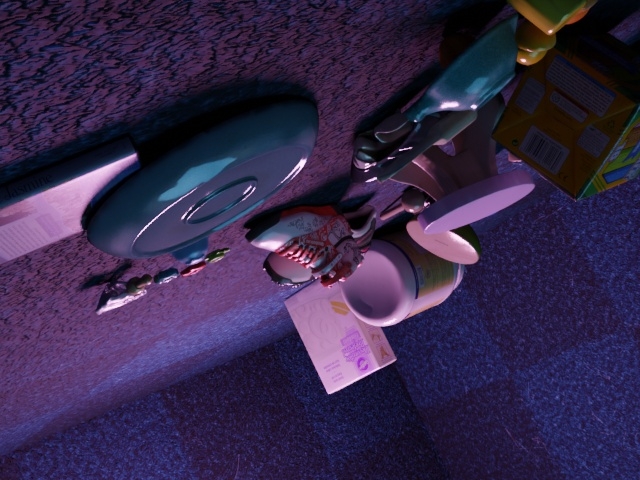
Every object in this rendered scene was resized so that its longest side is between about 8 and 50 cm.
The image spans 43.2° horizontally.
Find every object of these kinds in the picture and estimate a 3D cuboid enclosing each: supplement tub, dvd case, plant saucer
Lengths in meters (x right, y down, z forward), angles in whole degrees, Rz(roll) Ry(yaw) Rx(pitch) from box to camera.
[{"bbox_3d":[0.237,0.091,2.272,0.241,0.241,0.331,-34,168,38],"label":"supplement tub"},{"bbox_3d":[-0.303,-0.025,0.848,0.252,0.022,0.180,-25,171,-12],"label":"dvd case"},{"bbox_3d":[-0.129,-0.061,0.980,0.317,0.044,0.317,-30,172,-5],"label":"plant saucer"}]

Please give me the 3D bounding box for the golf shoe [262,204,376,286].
[{"bbox_3d":[0.000,0.000,1.649,0.272,0.105,0.120,-25,154,-34],"label":"golf shoe"}]

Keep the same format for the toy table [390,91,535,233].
[{"bbox_3d":[0.234,-0.120,1.368,0.252,0.161,0.274,-31,169,26],"label":"toy table"}]

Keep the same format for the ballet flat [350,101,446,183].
[{"bbox_3d":[0.093,-0.144,1.170,0.074,0.074,0.203,-17,173,-44],"label":"ballet flat"}]

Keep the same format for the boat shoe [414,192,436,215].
[{"bbox_3d":[0.247,-0.092,1.927,0.046,0.038,0.125,-68,-167,-21],"label":"boat shoe"}]

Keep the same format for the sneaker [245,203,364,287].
[{"bbox_3d":[-0.015,0.017,1.475,0.090,0.145,0.270,-32,169,31],"label":"sneaker"}]

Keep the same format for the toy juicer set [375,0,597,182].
[{"bbox_3d":[0.196,-0.220,0.989,0.329,0.089,0.209,-45,174,38],"label":"toy juicer set"}]

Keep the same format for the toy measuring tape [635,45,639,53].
[{"bbox_3d":[0.626,-0.306,1.571,0.121,0.121,0.330,-26,176,-5],"label":"toy measuring tape"}]

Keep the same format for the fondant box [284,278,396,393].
[{"bbox_3d":[0.056,0.276,2.508,0.238,0.330,0.096,-35,168,37],"label":"fondant box"}]

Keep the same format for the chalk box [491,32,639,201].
[{"bbox_3d":[0.442,-0.204,1.267,0.288,0.180,0.179,-19,143,-45],"label":"chalk box"}]

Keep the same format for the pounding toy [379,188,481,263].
[{"bbox_3d":[0.281,-0.052,1.863,0.110,0.236,0.183,-60,-172,-17],"label":"pounding toy"}]

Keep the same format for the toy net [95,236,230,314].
[{"bbox_3d":[-0.266,0.051,1.303,0.232,0.045,0.122,-27,173,13],"label":"toy net"}]

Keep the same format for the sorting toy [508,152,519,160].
[{"bbox_3d":[0.551,-0.223,1.627,0.257,0.090,0.255,6,-162,41],"label":"sorting toy"}]
